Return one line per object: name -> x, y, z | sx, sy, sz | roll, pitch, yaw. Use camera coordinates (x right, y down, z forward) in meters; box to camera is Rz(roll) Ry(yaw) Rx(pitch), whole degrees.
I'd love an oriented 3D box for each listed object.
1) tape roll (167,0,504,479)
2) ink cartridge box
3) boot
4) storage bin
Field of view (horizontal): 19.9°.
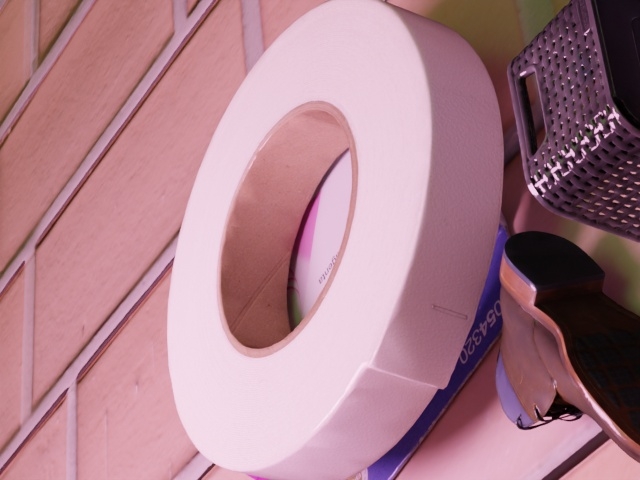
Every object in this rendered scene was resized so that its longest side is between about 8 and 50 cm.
tape roll -> 0.000, 0.000, 1.431 | 0.392, 0.072, 0.392 | -38, 43, 47
ink cartridge box -> 0.022, 0.040, 1.514 | 0.324, 0.071, 0.330 | -57, 29, 28
boot -> 0.176, 0.097, 1.205 | 0.219, 0.082, 0.106 | -117, 28, -49
storage bin -> 0.212, -0.066, 1.084 | 0.084, 0.180, 0.122 | -45, 37, 41
